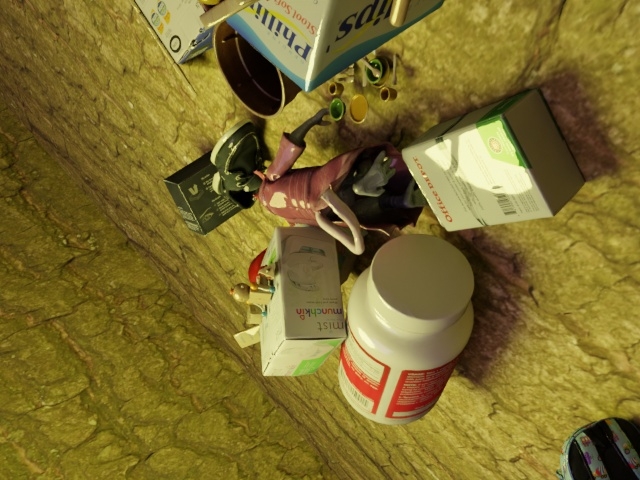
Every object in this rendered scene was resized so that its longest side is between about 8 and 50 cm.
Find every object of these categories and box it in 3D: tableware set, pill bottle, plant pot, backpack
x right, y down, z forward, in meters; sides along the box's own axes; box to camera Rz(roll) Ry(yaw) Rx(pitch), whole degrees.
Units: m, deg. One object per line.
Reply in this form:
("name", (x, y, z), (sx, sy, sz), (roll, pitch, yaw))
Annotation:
("tableware set", (0.063, -0.240, 1.002), (0.154, 0.024, 0.104), (13, 106, 51))
("pill bottle", (0.158, 0.175, 1.192), (0.229, 0.229, 0.408), (40, 151, 23))
("plant pot", (-0.055, -0.307, 1.000), (0.167, 0.165, 0.167), (38, 150, 27))
("backpack", (0.473, 0.384, 1.046), (0.173, 0.158, 0.117), (64, 172, 4))

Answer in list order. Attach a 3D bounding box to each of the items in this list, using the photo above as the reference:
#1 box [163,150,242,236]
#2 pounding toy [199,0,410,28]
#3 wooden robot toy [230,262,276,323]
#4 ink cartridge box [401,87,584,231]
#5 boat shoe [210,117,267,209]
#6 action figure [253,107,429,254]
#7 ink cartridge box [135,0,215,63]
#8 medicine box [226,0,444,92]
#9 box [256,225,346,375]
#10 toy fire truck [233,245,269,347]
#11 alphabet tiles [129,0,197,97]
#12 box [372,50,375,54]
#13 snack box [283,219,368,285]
("box", (-0.290, -0.123, 1.610), (0.093, 0.156, 0.158), (18, 138, 50))
("pounding toy", (-0.022, -0.209, 0.493), (0.269, 0.154, 0.155), (4, 128, 55))
("wooden robot toy", (-0.137, 0.096, 1.208), (0.173, 0.079, 0.076), (113, 154, -51))
("ink cartridge box", (0.234, -0.104, 0.881), (0.153, 0.087, 0.208), (58, 152, -13))
("boat shoe", (-0.174, -0.156, 1.420), (0.113, 0.127, 0.340), (48, 155, 6))
("action figure", (0.001, -0.070, 1.117), (0.370, 0.276, 0.248), (3, 133, 39))
("ink cartridge box", (-0.232, -0.488, 1.069), (0.395, 0.151, 0.270), (58, 154, -10))
("medicine box", (0.049, -0.351, 0.668), (0.149, 0.263, 0.289), (44, 153, 14))
("box", (-0.051, 0.131, 1.273), (0.262, 0.126, 0.231), (118, 149, -60))
("toy fire truck", (-0.119, 0.143, 1.567), (0.217, 0.246, 0.158), (53, 153, -2))
("alphabet tiles", (-0.367, -0.464, 1.300), (0.285, 0.011, 0.342), (54, 177, 48))
("box", (0.032, -0.361, 0.899), (0.178, 0.042, 0.109), (45, 171, 11))
("snack box", (0.000, 0.000, 1.376), (0.174, 0.070, 0.207), (42, 150, 14))
